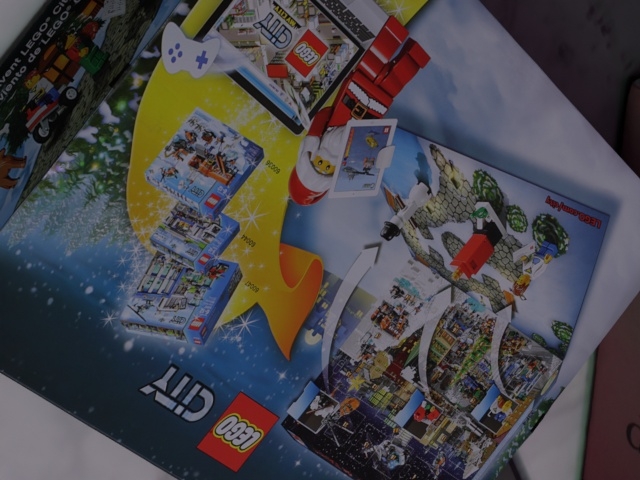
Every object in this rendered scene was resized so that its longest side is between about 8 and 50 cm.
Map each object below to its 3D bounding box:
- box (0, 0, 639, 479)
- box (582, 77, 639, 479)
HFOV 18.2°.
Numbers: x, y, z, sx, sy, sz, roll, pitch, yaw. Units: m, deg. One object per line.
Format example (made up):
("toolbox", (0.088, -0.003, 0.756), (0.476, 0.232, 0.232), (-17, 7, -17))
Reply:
("box", (0.000, 0.000, 0.586), (0.159, 0.044, 0.233), (-52, 137, -1))
("box", (0.189, 0.056, 0.708), (0.127, 0.148, 0.232), (-19, 127, -30))
